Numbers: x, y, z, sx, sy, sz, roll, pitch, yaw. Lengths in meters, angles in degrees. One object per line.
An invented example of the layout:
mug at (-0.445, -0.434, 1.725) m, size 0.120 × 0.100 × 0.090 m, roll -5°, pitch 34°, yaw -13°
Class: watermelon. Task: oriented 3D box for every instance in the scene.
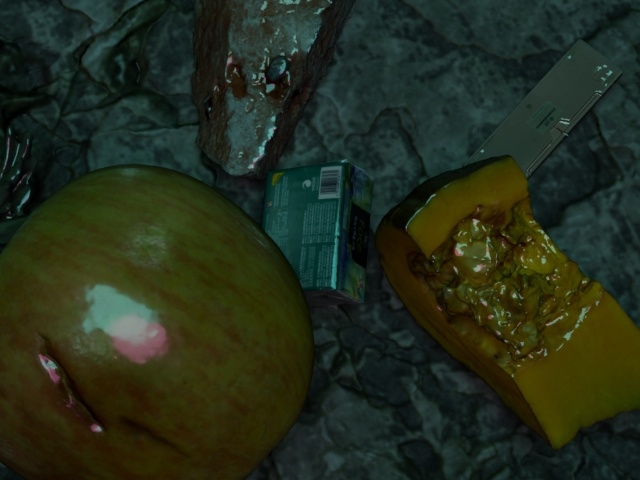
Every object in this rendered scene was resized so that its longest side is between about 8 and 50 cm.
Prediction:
watermelon at (-0.054, -0.164, 1.098) m, size 0.154 × 0.094 × 0.241 m, roll 7°, pitch 77°, yaw 9°

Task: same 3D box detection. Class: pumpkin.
pumpkin at (0.155, 0.048, 1.023) m, size 0.131 × 0.126 × 0.248 m, roll -36°, pitch 97°, yaw -18°

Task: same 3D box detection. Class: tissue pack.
tissue pack at (0.000, -0.001, 1.053) m, size 0.085 × 0.079 × 0.111 m, roll -5°, pitch 71°, yaw 31°

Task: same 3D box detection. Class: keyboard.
keyboard at (0.199, -0.105, 1.112) m, size 0.055 × 0.017 × 0.166 m, roll 40°, pitch 77°, yaw 14°

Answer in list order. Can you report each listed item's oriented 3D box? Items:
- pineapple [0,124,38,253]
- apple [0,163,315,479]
pineapple at (-0.353, 0.040, 1.004) m, size 0.169 × 0.169 × 0.340 m, roll 42°, pitch 70°, yaw 10°
apple at (-0.128, 0.080, 0.933) m, size 0.265 × 0.264 × 0.264 m, roll 0°, pitch 74°, yaw -1°
